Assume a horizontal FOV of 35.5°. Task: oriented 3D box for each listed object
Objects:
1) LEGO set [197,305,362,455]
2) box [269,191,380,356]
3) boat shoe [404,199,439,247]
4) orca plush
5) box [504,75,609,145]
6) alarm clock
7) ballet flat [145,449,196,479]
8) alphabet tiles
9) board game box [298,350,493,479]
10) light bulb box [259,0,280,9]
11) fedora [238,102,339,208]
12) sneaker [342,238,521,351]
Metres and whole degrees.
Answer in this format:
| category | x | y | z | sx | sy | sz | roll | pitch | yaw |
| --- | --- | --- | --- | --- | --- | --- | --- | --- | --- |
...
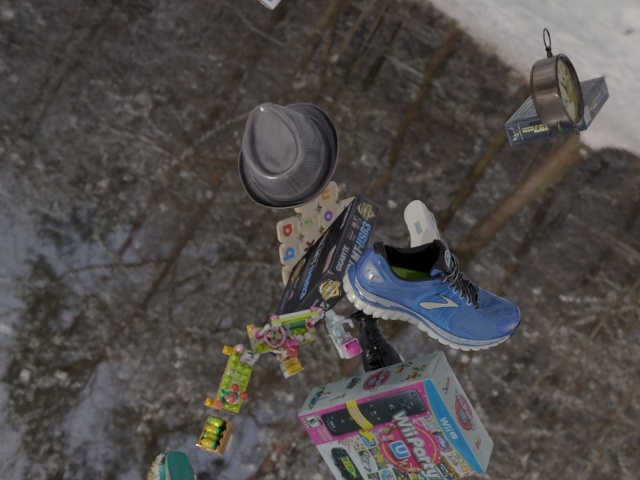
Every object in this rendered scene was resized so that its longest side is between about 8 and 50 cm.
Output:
| category | x | y | z | sx | sy | sz | roll | pitch | yaw |
| --- | --- | --- | --- | --- | --- | --- | --- | --- | --- |
| LEGO set | -0.074 | 0.177 | 1.426 | 0.132 | 0.287 | 0.107 | 54 | 157 | 4 |
| box | 0.002 | 0.079 | 2.200 | 0.073 | 0.293 | 0.295 | 32 | -141 | -9 |
| boat shoe | 0.211 | 0.004 | 1.982 | 0.063 | 0.066 | 0.184 | 31 | -149 | -39 |
| orca plush | 0.162 | 0.272 | 2.084 | 0.151 | 0.287 | 0.102 | -11 | -174 | -21 |
| box | 0.548 | -0.299 | 2.307 | 0.233 | 0.183 | 0.059 | -44 | -62 | -52 |
| alarm clock | 0.402 | -0.272 | 1.725 | 0.064 | 0.192 | 0.129 | -9 | 179 | 32 |
| ballet flat | -0.218 | 0.427 | 1.493 | 0.091 | 0.077 | 0.241 | 22 | -143 | -29 |
| alphabet tiles | 0.000 | 0.000 | 2.507 | 0.278 | 0.284 | 0.021 | -21 | -157 | -41 |
| board game box | 0.143 | 0.361 | 1.915 | 0.224 | 0.303 | 0.097 | 60 | -150 | -15 |
| light bulb box | -0.059 | -0.730 | 2.051 | 0.225 | 0.361 | 0.358 | 36 | -151 | -21 |
| fedora | -0.089 | -0.204 | 2.160 | 0.124 | 0.244 | 0.275 | 43 | -151 | -58 |
| sneaker | 0.214 | 0.088 | 1.755 | 0.330 | 0.147 | 0.129 | 18 | -143 | -16 |
